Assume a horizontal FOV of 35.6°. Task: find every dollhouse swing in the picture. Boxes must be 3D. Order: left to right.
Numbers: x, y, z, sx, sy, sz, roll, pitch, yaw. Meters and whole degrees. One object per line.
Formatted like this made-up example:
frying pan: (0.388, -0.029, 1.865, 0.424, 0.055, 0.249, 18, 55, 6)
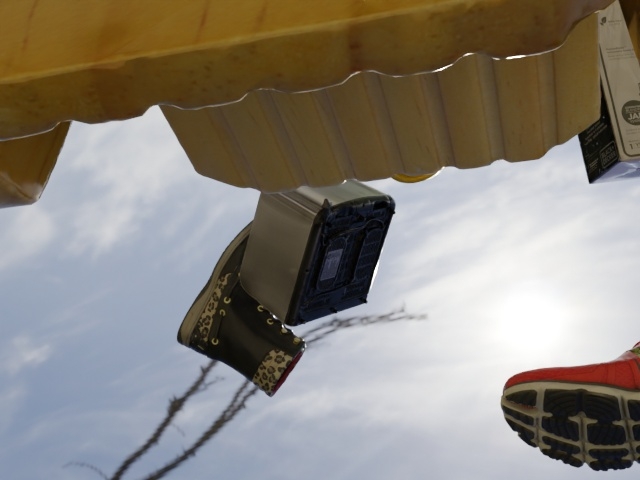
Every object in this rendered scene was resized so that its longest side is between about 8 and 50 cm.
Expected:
dollhouse swing: (0.015, -0.066, 0.545, 0.346, 0.305, 0.315, -7, -138, 11)

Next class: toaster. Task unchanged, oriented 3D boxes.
toaster: (0.000, 0.000, 1.266, 0.110, 0.186, 0.168, 30, -153, 31)

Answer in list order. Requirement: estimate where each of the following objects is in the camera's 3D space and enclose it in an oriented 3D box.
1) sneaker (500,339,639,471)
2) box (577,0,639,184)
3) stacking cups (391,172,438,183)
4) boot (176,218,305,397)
sneaker: (0.301, 0.132, 0.910, 0.278, 0.107, 0.118, -3, -140, 3)
box: (0.348, -0.217, 1.069, 0.169, 0.290, 0.087, -9, 168, -9)
stacking cups: (0.057, -0.203, 1.228, 0.096, 0.096, 0.316, -21, -132, -9)
boot: (-0.085, 0.098, 1.492, 0.178, 0.236, 0.085, 33, 180, 14)
